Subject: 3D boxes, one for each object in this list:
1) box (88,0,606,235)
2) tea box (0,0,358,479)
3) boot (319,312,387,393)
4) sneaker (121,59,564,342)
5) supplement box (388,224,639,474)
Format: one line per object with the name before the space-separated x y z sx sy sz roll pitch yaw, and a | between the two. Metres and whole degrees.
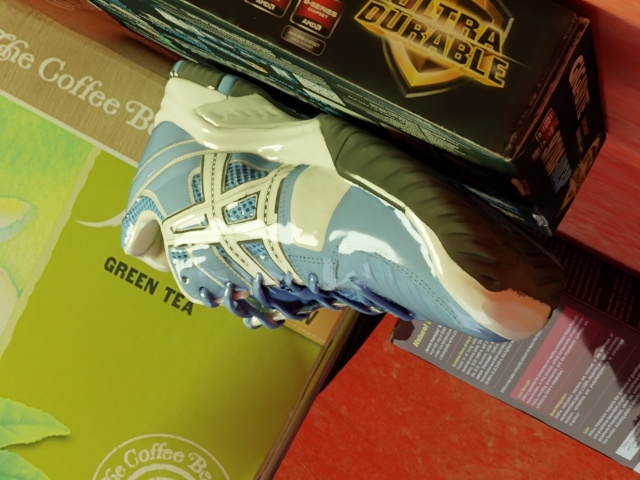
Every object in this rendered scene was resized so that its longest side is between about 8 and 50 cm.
box | -0.007 -0.079 0.462 0.220 0.051 0.175 28 180 16
tea box | -0.104 0.048 0.725 0.220 0.324 0.329 27 -169 3
boot | -0.062 -0.006 1.238 0.284 0.138 0.377 32 -145 10
sneaker | 0.000 0.000 0.452 0.080 0.081 0.211 29 178 -39
supplement box | 0.191 0.076 1.027 0.239 0.130 0.073 28 -142 4
